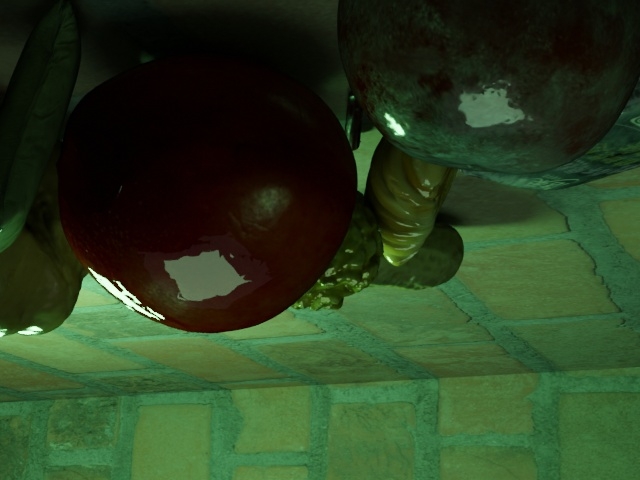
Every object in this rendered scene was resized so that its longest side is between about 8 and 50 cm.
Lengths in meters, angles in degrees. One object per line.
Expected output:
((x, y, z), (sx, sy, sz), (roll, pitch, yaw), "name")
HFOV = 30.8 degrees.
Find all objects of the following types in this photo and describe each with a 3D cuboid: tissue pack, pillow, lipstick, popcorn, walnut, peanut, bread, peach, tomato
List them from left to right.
((-0.508, -0.012, 1.739), (0.383, 0.383, 0.383), (1, 162, 0), "walnut")
((-0.353, -0.134, 1.404), (0.075, 0.302, 0.185), (17, 163, -14), "pillow")
((-0.155, -0.070, 1.498), (0.388, 0.388, 0.388), (1, 162, 0), "peach")
((-0.003, 0.001, 1.728), (0.218, 0.189, 0.169), (-27, 149, 35), "popcorn")
((0.048, -0.176, 1.684), (0.027, 0.027, 0.176), (1, 161, 0), "lipstick")
((0.134, 0.017, 2.089), (0.313, 0.152, 0.152), (7, 162, -33), "peanut")
((0.133, -0.093, 1.714), (0.121, 0.173, 0.311), (24, 158, 8), "bread")
((0.173, -0.211, 1.169), (0.316, 0.282, 0.316), (8, -177, 0), "tomato")
((0.383, -0.161, 1.523), (0.259, 0.122, 0.361), (6, 164, -42), "tissue pack")
